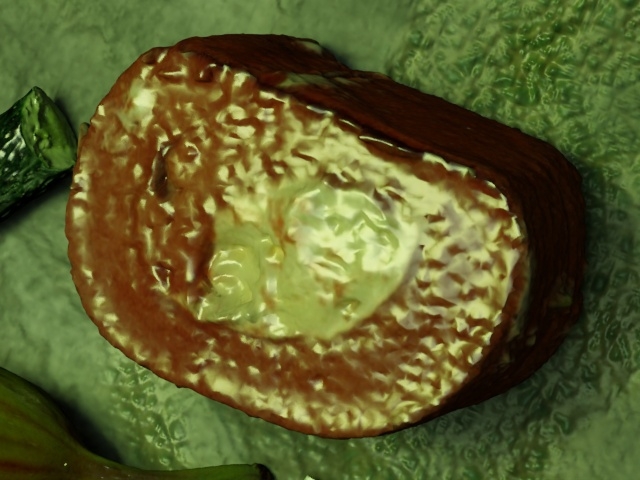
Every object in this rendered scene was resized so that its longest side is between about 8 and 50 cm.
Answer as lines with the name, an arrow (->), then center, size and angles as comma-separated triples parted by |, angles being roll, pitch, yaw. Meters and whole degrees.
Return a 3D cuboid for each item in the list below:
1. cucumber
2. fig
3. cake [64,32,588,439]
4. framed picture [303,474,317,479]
cucumber -> -0.243, -0.014, 1.201 | 0.215, 0.052, 0.058 | -32, 57, 16
fig -> -0.147, 0.136, 1.132 | 0.236, 0.124, 0.124 | 6, 88, 8
cake -> 0.000, 0.000, 1.063 | 0.283, 0.151, 0.177 | 24, 107, 20
framed picture -> 0.004, 0.247, 1.114 | 0.142, 0.011, 0.183 | 33, 98, 19
